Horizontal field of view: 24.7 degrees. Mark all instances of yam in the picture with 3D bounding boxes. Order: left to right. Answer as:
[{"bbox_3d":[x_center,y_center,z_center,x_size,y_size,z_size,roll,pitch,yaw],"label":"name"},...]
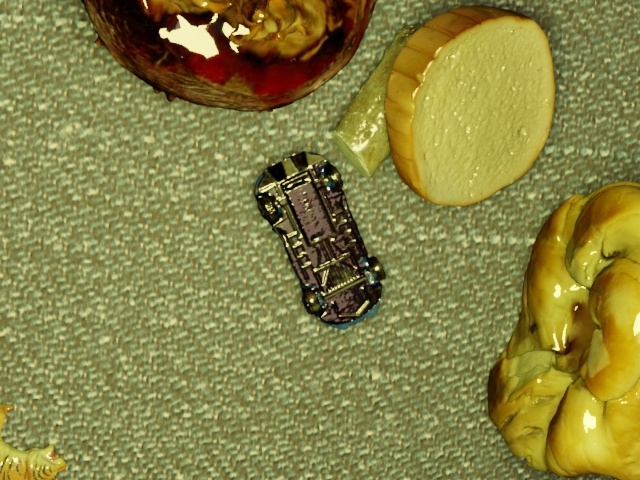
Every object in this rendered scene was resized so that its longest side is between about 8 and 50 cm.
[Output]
[{"bbox_3d":[0.081,-0.163,1.692,0.078,0.078,0.179,36,89,-11],"label":"yam"}]

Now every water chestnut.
[{"bbox_3d":[-0.089,-0.284,1.522,0.335,0.347,0.335,-4,104,-15],"label":"water chestnut"}]

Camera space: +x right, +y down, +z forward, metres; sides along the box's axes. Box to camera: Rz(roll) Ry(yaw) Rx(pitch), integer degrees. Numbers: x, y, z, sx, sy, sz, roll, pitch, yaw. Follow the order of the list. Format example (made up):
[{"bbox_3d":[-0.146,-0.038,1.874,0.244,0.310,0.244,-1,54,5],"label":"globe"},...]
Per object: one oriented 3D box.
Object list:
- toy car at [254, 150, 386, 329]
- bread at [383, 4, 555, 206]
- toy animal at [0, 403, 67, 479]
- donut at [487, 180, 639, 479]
[{"bbox_3d":[0.000,0.000,1.694,0.103,0.063,0.216,-26,104,-7],"label":"toy car"},{"bbox_3d":[0.170,-0.153,1.665,0.236,0.070,0.236,-15,119,-30],"label":"bread"},{"bbox_3d":[-0.409,0.241,1.638,0.241,0.057,0.099,-5,95,-11],"label":"toy animal"},{"bbox_3d":[0.316,0.109,1.631,0.170,0.360,0.360,15,91,-12],"label":"donut"}]
